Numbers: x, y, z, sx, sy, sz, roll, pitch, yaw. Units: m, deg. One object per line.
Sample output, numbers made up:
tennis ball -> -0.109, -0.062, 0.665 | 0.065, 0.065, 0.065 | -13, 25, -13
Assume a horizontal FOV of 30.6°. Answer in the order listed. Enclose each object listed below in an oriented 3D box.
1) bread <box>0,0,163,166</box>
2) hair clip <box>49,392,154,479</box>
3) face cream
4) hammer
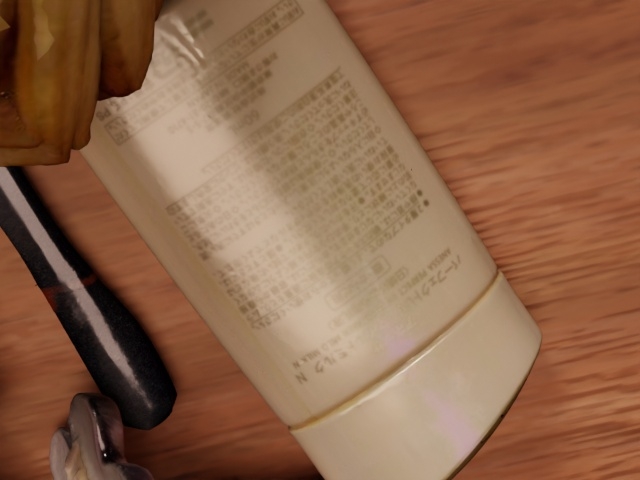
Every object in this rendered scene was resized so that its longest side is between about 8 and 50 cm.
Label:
bread -> -0.183, -0.239, 0.558 | 0.314, 0.191, 0.370 | 19, 118, 33
hair clip -> -0.129, 0.217, 0.720 | 0.075, 0.257, 0.146 | 2, 140, -22
face cream -> 0.000, 0.000, 0.720 | 0.173, 0.081, 0.348 | -37, 103, -6
hammer -> -0.185, 0.006, 0.757 | 0.137, 0.037, 0.290 | -28, 104, 9
